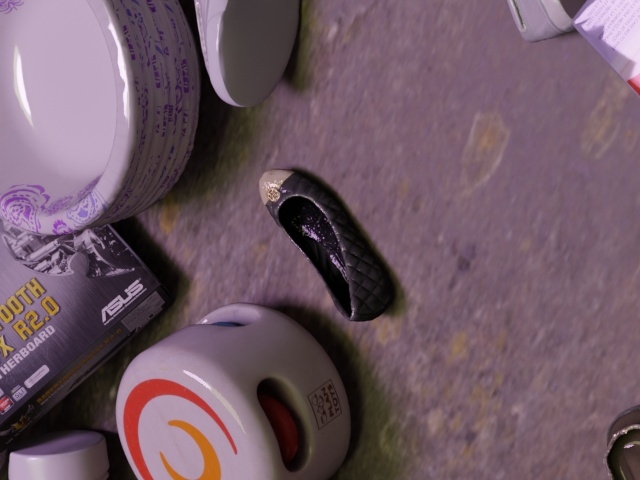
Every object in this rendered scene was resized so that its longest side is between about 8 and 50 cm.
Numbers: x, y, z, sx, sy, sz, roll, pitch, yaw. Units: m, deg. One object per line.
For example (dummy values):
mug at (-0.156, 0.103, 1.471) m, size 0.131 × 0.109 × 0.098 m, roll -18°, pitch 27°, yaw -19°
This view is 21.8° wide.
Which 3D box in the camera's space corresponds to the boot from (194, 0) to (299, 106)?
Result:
boot at (-0.090, -0.251, 1.473) m, size 0.123 × 0.095 × 0.258 m, roll 11°, pitch 99°, yaw 45°

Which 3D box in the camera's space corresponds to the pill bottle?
pill bottle at (-0.262, 0.320, 1.727) m, size 0.131 × 0.131 × 0.229 m, roll 2°, pitch 101°, yaw 41°

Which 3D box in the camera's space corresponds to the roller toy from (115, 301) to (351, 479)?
roller toy at (-0.073, 0.162, 1.512) m, size 0.209 × 0.146 × 0.191 m, roll 38°, pitch 132°, yaw 20°

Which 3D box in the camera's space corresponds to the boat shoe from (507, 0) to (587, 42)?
boat shoe at (0.147, -0.241, 1.280) m, size 0.063 × 0.066 × 0.184 m, roll -23°, pitch 95°, yaw 41°

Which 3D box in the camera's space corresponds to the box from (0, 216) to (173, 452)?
box at (-0.290, 0.066, 1.646) m, size 0.231 × 0.056 × 0.183 m, roll -41°, pitch 68°, yaw -6°

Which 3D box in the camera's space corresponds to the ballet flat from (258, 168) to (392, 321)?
ballet flat at (0.000, 0.000, 1.472) m, size 0.173 × 0.049 × 0.057 m, roll 50°, pitch 127°, yaw 21°

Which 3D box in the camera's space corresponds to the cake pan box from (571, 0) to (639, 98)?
cake pan box at (0.335, -0.161, 1.128) m, size 0.246 × 0.070 × 0.267 m, roll 51°, pitch 128°, yaw 17°

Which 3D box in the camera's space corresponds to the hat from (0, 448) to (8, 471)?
hat at (-0.437, 0.132, 1.767) m, size 0.331 × 0.134 × 0.331 m, roll -20°, pitch 65°, yaw 50°

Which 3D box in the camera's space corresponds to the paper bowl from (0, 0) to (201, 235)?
paper bowl at (-0.224, -0.154, 1.564) m, size 0.284 × 0.148 × 0.284 m, roll 11°, pitch 107°, yaw 39°

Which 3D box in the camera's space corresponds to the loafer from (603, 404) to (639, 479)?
loafer at (0.301, 0.223, 1.237) m, size 0.251 × 0.087 × 0.094 m, roll 46°, pitch 126°, yaw 23°
